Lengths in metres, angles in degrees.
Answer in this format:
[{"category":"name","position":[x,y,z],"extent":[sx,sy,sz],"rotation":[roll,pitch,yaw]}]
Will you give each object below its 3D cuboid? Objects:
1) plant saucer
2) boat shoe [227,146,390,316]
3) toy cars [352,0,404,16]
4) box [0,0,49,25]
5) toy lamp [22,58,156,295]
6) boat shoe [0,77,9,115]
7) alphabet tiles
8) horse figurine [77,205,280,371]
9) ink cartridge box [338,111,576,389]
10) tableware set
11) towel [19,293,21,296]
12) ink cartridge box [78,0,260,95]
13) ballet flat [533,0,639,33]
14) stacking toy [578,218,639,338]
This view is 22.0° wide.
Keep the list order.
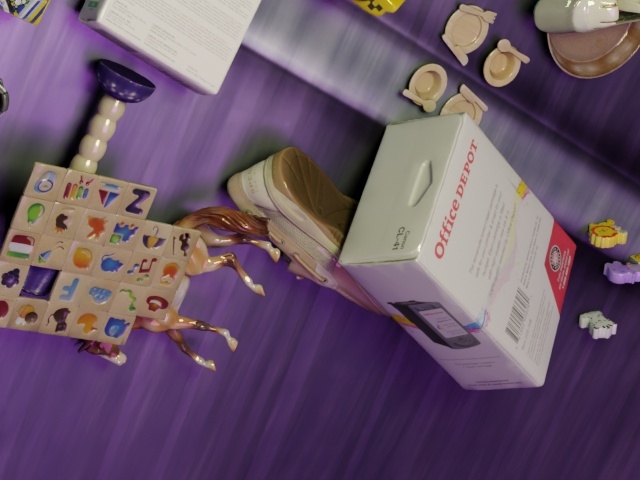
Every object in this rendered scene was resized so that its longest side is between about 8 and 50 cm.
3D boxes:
[{"category":"plant saucer","position":[0.357,-0.293,2.128],"extent":[0.168,0.029,0.168],"rotation":[-14,122,-23]},{"category":"boat shoe","position":[0.000,0.000,2.045],"extent":[0.098,0.109,0.302],"rotation":[-19,137,28]},{"category":"toy cars","position":[-0.065,-0.344,1.793],"extent":[0.393,0.176,0.087],"rotation":[13,146,-36]},{"category":"box","position":[-0.290,-0.316,1.723],"extent":[0.059,0.054,0.169],"rotation":[22,104,-36]},{"category":"toy lamp","position":[-0.273,-0.065,1.854],"extent":[0.080,0.080,0.275],"rotation":[19,106,-36]},{"category":"boat shoe","position":[-0.442,-0.142,1.716],"extent":[0.233,0.079,0.084],"rotation":[-10,121,-24]},{"category":"alphabet tiles","position":[-0.253,0.022,1.861],"extent":[0.237,0.009,0.198],"rotation":[12,108,-39]},{"category":"horse figurine","position":[-0.159,0.053,1.980],"extent":[0.174,0.066,0.263],"rotation":[25,111,-15]},{"category":"ink cartridge box","position":[0.181,0.018,2.071],"extent":[0.306,0.131,0.226],"rotation":[45,53,-37]},{"category":"tableware set","position":[0.182,-0.209,2.078],"extent":[0.141,0.020,0.169],"rotation":[32,98,-38]},{"category":"towel","position":[-0.520,0.084,1.818],"extent":[0.325,0.038,0.248],"rotation":[-39,129,-7]},{"category":"ink cartridge box","position":[-0.145,-0.299,1.832],"extent":[0.181,0.056,0.225],"rotation":[30,79,-38]},{"category":"ballet flat","position":[0.370,-0.300,2.070],"extent":[0.213,0.068,0.072],"rotation":[-16,122,-22]},{"category":"stacking toy","position":[0.470,0.039,2.360],"extent":[0.221,0.052,0.167],"rotation":[-13,121,-25]}]
